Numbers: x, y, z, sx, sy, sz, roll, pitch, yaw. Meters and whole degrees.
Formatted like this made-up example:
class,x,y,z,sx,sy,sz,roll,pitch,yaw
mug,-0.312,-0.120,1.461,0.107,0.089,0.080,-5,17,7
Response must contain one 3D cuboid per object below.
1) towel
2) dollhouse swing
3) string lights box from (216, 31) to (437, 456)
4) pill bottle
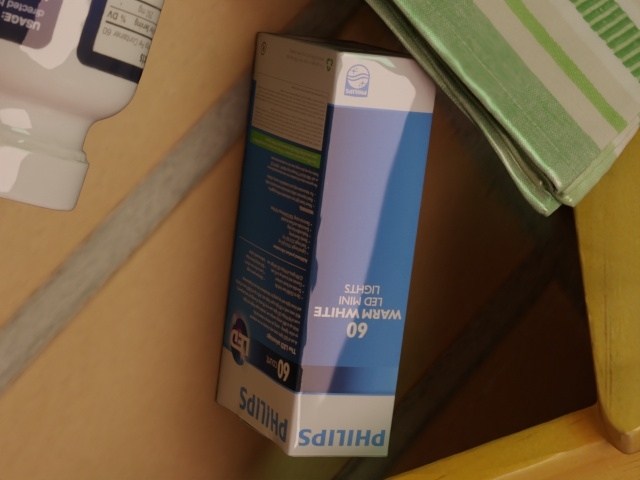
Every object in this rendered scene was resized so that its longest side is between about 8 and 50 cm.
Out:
class,x,y,z,sx,sy,sz,roll,pitch,yaw
towel,0.160,-0.192,1.307,0.248,0.038,0.325,50,52,-4
dollhouse swing,0.154,0.127,1.377,0.304,0.315,0.347,-8,143,6
string lights box,0.000,0.000,1.293,0.076,0.133,0.260,2,101,-25
pill bottle,-0.164,-0.159,1.136,0.153,0.153,0.265,17,92,-36
